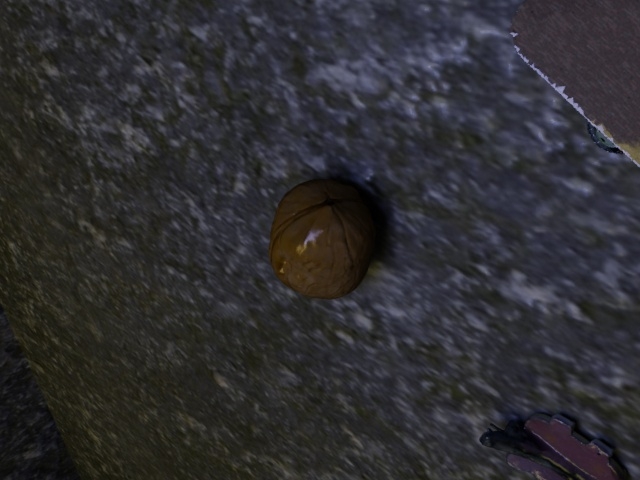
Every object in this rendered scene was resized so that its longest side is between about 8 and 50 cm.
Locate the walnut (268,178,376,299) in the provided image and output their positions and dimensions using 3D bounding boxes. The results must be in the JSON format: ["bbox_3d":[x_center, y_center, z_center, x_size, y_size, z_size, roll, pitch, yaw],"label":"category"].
[{"bbox_3d":[0.000,0.000,1.013,0.144,0.144,0.180,35,145,24],"label":"walnut"}]

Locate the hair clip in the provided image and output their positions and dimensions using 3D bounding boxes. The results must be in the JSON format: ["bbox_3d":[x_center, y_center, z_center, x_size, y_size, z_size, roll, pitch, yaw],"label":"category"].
[{"bbox_3d":[0.295,0.277,0.990,0.187,0.056,0.146,25,136,22],"label":"hair clip"}]

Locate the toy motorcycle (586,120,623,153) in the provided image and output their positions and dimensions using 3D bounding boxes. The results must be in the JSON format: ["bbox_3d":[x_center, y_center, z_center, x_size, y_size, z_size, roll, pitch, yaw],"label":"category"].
[{"bbox_3d":[0.303,-0.110,0.626,0.106,0.074,0.190,43,144,-1],"label":"toy motorcycle"}]

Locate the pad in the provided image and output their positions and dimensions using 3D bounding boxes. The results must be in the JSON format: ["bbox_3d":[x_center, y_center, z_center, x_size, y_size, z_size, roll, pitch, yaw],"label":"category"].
[{"bbox_3d":[0.280,-0.131,0.570,0.266,0.002,0.176,48,119,13],"label":"pad"}]
